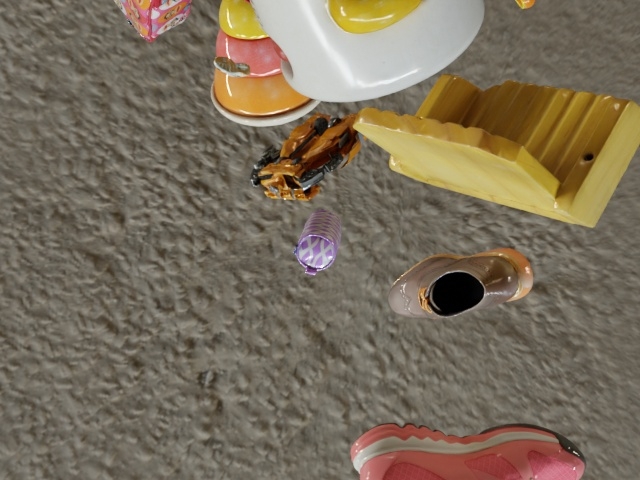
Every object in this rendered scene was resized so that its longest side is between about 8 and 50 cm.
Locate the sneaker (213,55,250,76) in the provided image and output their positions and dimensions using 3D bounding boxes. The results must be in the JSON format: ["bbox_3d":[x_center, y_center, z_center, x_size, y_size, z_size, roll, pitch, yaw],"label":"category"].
[{"bbox_3d":[-0.174,-0.326,1.331,0.037,0.083,0.031,-7,80,43],"label":"sneaker"}]

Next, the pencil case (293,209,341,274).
[{"bbox_3d":[0.000,0.000,1.478,0.086,0.206,0.088,8,109,5],"label":"pencil case"}]

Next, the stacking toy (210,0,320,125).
[{"bbox_3d":[-0.171,-0.585,1.912,0.351,0.480,0.350,-4,49,5],"label":"stacking toy"}]

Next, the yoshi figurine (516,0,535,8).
[{"bbox_3d":[0.655,-0.733,1.762,0.362,0.203,0.203,-30,103,7],"label":"yoshi figurine"}]

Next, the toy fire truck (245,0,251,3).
[{"bbox_3d":[-0.063,-0.532,1.417,0.192,0.047,0.135,13,84,-10],"label":"toy fire truck"}]

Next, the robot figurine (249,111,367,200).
[{"bbox_3d":[-0.017,-0.182,1.513,0.211,0.291,0.085,7,134,37],"label":"robot figurine"}]

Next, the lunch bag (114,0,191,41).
[{"bbox_3d":[-0.348,-0.528,1.296,0.120,0.293,0.258,-36,97,-15],"label":"lunch bag"}]

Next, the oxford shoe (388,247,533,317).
[{"bbox_3d":[0.233,0.093,1.373,0.133,0.364,0.130,-16,85,-35],"label":"oxford shoe"}]

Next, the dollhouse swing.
[{"bbox_3d":[0.282,-0.207,1.127,0.347,0.305,0.315,22,74,41],"label":"dollhouse swing"}]

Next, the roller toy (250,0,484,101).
[{"bbox_3d":[0.032,-0.224,0.596,0.191,0.146,0.209,8,49,36],"label":"roller toy"}]

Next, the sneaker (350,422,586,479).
[{"bbox_3d":[0.196,0.323,0.902,0.314,0.136,0.116,2,136,-7],"label":"sneaker"}]
